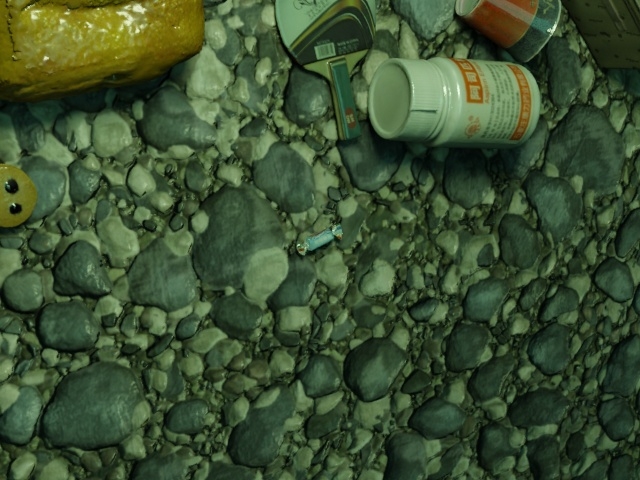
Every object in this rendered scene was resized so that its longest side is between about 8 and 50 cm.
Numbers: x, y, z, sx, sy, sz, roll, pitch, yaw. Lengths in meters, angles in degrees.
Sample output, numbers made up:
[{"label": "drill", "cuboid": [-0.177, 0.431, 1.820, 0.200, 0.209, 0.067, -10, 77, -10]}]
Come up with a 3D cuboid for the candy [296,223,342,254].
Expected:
[{"label": "candy", "cuboid": [0.000, 0.000, 1.872, 0.083, 0.020, 0.030, -29, 111, -24]}]

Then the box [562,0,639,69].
[{"label": "box", "cuboid": [0.527, -0.462, 2.018, 0.225, 0.190, 0.297, -46, 119, -17]}]

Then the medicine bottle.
[{"label": "medicine bottle", "cuboid": [0.208, -0.213, 1.893, 0.252, 0.144, 0.145, -3, 100, -30]}]

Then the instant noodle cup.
[{"label": "instant noodle cup", "cuboid": [0.294, -0.368, 1.938, 0.135, 0.127, 0.127, 24, 86, -23]}]

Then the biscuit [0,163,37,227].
[{"label": "biscuit", "cuboid": [-0.480, -0.039, 1.564, 0.240, 0.035, 0.158, -18, 109, -28]}]

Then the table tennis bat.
[{"label": "table tennis bat", "cuboid": [0.016, -0.299, 1.832, 0.173, 0.022, 0.301, -18, 105, -28]}]

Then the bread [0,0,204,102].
[{"label": "bread", "cuboid": [-0.295, -0.355, 1.555, 0.328, 0.148, 0.337, -13, 105, -29]}]
